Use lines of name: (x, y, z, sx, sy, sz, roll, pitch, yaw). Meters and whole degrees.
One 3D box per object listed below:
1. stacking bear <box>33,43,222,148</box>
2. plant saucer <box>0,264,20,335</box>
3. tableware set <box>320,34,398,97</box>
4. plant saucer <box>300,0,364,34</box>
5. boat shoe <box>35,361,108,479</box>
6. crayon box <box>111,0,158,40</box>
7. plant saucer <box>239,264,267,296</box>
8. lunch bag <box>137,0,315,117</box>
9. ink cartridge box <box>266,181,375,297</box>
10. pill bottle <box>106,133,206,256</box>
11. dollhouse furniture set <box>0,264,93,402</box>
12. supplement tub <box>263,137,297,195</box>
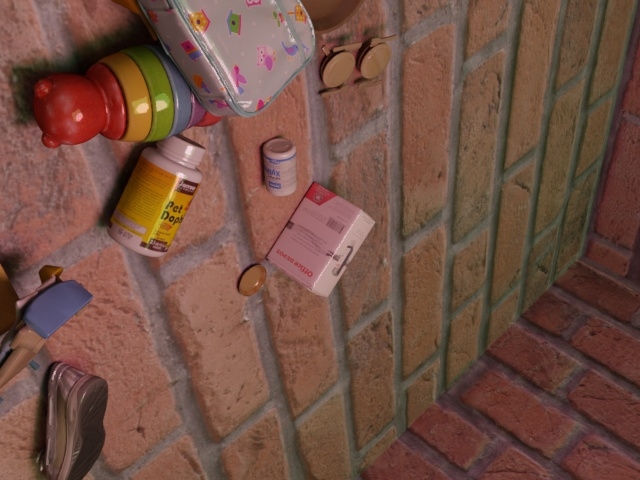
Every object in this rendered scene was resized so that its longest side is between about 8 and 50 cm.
stacking bear: (-0.309, -0.227, 1.184, 0.289, 0.164, 0.175, -22, 133, -35)
plant saucer: (-0.639, 0.079, 1.073, 0.333, 0.081, 0.333, -36, 141, -27)
tableware set: (0.074, -0.390, 1.633, 0.194, 0.039, 0.128, -21, 144, -34)
plant saucer: (0.010, -0.534, 1.430, 0.278, 0.041, 0.278, -32, 139, -32)
boat shoe: (-0.502, 0.381, 1.494, 0.118, 0.103, 0.320, -43, 155, -54)
crayon box: (-0.265, -0.483, 1.085, 0.203, 0.083, 0.323, -47, 144, -15)
plant saucer: (-0.161, 0.091, 1.747, 0.083, 0.015, 0.083, -31, 138, -33)
lunch bag: (-0.133, -0.345, 1.127, 0.224, 0.108, 0.279, -49, 130, -25)
ink cartridge box: (0.000, 0.000, 1.746, 0.218, 0.158, 0.092, -56, 147, 0)
pill bottle: (-0.289, -0.086, 1.347, 0.117, 0.117, 0.215, 15, 105, -55)
dollhouse furniture set: (-0.546, 0.164, 1.134, 0.286, 0.198, 0.303, -47, -176, 25)
supplement tub: (-0.085, -0.156, 1.591, 0.071, 0.071, 0.107, -32, 138, -33)
